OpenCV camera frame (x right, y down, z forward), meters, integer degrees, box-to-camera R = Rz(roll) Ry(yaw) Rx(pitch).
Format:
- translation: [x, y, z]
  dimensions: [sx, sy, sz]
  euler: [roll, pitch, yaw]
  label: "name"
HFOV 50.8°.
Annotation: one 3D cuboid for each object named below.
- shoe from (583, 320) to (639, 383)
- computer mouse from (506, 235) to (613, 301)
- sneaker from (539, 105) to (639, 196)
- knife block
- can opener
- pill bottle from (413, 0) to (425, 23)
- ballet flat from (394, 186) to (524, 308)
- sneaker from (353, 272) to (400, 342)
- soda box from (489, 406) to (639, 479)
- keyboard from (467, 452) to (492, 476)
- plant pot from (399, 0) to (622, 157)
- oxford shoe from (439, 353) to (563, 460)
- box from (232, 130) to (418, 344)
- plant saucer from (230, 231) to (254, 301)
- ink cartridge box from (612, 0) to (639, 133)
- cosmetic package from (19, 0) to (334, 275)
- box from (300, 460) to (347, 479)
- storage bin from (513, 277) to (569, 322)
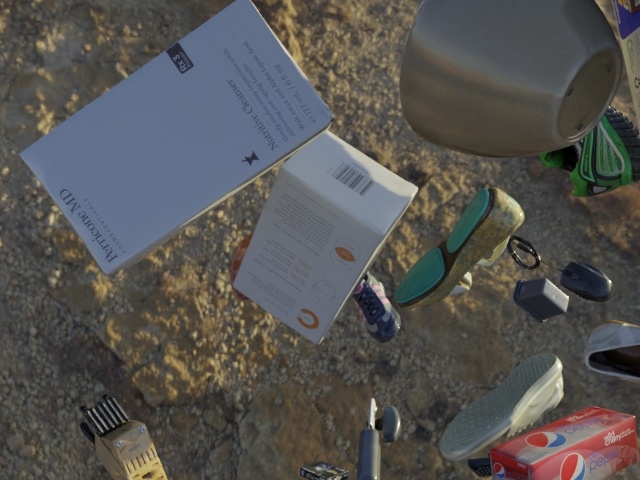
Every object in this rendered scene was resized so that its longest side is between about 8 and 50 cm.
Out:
- translation: [0.367, 0.124, 0.650]
  dimensions: [0.219, 0.076, 0.058]
  euler: [4, 8, 34]
  label: "shoe"
- translation: [0.501, 0.058, 1.410]
  dimensions: [0.242, 0.041, 0.071]
  euler: [26, 92, 5]
  label: "computer mouse"
- translation: [0.458, -0.225, 1.250]
  dimensions: [0.146, 0.134, 0.343]
  euler: [-24, 50, 8]
  label: "sneaker"
- translation: [-0.499, 0.522, 1.674]
  dimensions: [0.088, 0.242, 0.275]
  euler: [-25, 99, -37]
  label: "knife block"
- translation: [0.139, 0.476, 1.568]
  dimensions: [0.095, 0.075, 0.283]
  euler: [-5, 25, 8]
  label: "can opener"
- translation: [0.362, -0.463, 1.473]
  dimensions: [0.283, 0.160, 0.160]
  euler: [-11, 55, -25]
  label: "pill bottle"
- translation: [0.288, 0.041, 1.390]
  dimensions: [0.123, 0.348, 0.123]
  euler: [24, 35, -18]
  label: "ballet flat"
- translation: [0.143, 0.187, 2.034]
  dimensions: [0.131, 0.112, 0.319]
  euler: [43, 9, -25]
  label: "sneaker"
- translation: [0.410, 0.358, 1.122]
  dimensions: [0.264, 0.092, 0.083]
  euler: [-11, 96, -30]
  label: "soda box"
- translation: [0.452, 0.545, 1.640]
  dimensions: [0.180, 0.108, 0.023]
  euler: [-17, 38, 28]
  label: "keyboard"
- translation: [0.273, -0.222, 0.885]
  dimensions: [0.284, 0.284, 0.191]
  euler: [-27, 46, -29]
  label: "plant pot"
- translation: [0.520, 0.481, 1.865]
  dimensions: [0.449, 0.169, 0.130]
  euler: [-31, 107, -25]
  label: "oxford shoe"
- translation: [0.000, 0.000, 1.291]
  dimensions: [0.215, 0.345, 0.168]
  euler: [34, 44, 7]
  label: "box"
- translation: [-0.180, 0.074, 1.859]
  dimensions: [0.037, 0.200, 0.199]
  euler: [16, 43, -38]
  label: "plant saucer"
- translation: [0.460, -0.300, 0.817]
  dimensions: [0.072, 0.307, 0.303]
  euler: [-8, 85, -4]
  label: "ink cartridge box"
- translation: [-0.198, -0.145, 0.980]
  dimensions: [0.385, 0.156, 0.217]
  euler: [-36, 95, 2]
  label: "cosmetic package"
- translation: [0.007, 0.507, 1.466]
  dimensions: [0.067, 0.018, 0.083]
  euler: [-1, 3, -44]
  label: "box"
- translation: [0.627, 0.158, 1.891]
  dimensions: [0.135, 0.091, 0.098]
  euler: [38, 58, -19]
  label: "storage bin"
